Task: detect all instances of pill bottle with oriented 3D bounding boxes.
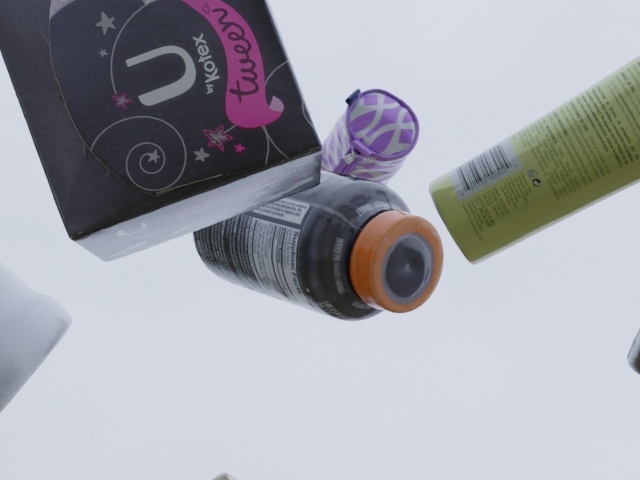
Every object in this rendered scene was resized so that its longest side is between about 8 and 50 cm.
[{"bbox_3d":[0.000,0.000,1.247,0.246,0.130,0.130,16,-42,48],"label":"pill bottle"}]

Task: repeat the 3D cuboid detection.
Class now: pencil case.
[{"bbox_3d":[0.036,-0.081,1.442,0.086,0.088,0.206,33,-28,-1],"label":"pencil case"}]

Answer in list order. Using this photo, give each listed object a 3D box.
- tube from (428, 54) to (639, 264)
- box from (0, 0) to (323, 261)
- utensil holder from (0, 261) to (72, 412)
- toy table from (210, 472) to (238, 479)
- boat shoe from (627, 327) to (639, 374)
[{"bbox_3d":[0.185,-0.065,0.837,0.240,0.062,0.070,-30,-73,12],"label":"tube"},{"bbox_3d":[-0.111,-0.132,0.839,0.163,0.142,0.247,-20,-94,-2],"label":"box"},{"bbox_3d":[-0.433,0.049,1.004,0.385,0.327,0.327,44,-54,-8],"label":"utensil holder"},{"bbox_3d":[0.022,0.269,0.838,0.274,0.252,0.161,41,-3,28],"label":"toy table"},{"bbox_3d":[0.447,0.062,1.454,0.130,0.355,0.132,31,-52,21],"label":"boat shoe"}]
